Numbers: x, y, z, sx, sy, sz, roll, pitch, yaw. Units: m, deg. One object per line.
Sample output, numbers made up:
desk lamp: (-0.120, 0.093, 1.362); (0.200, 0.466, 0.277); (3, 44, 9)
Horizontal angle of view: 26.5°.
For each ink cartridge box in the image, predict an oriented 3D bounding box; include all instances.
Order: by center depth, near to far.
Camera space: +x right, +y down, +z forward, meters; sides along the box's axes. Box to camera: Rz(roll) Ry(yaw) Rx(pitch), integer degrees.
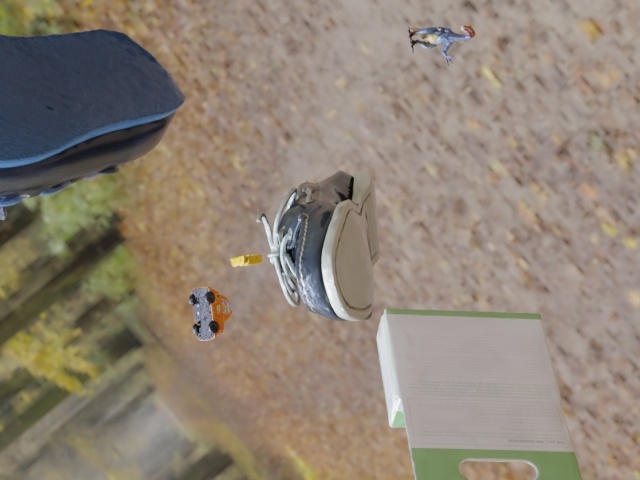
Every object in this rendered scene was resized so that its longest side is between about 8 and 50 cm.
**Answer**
ink cartridge box: (0.154, 0.170, 1.333); (0.056, 0.171, 0.235); (104, 165, -46)

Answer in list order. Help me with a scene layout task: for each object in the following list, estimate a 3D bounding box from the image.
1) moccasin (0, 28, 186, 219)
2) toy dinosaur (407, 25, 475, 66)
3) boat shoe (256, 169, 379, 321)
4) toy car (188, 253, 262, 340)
moccasin: (-0.211, -0.056, 0.859); (0.137, 0.117, 0.342); (53, -152, 17)
toy dinosaur: (0.151, -0.261, 1.698); (0.090, 0.082, 0.047); (-95, -7, -46)
boat shoe: (0.000, 0.000, 1.053); (0.254, 0.079, 0.095); (-76, -22, -68)
toy car: (-0.091, 0.060, 1.412); (0.122, 0.041, 0.060); (-35, 68, 44)
